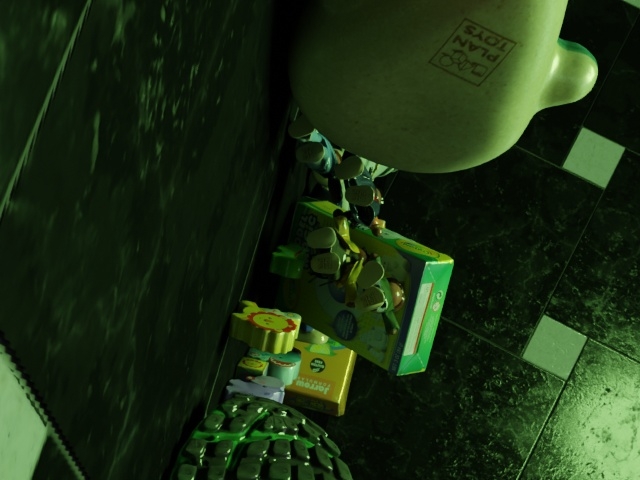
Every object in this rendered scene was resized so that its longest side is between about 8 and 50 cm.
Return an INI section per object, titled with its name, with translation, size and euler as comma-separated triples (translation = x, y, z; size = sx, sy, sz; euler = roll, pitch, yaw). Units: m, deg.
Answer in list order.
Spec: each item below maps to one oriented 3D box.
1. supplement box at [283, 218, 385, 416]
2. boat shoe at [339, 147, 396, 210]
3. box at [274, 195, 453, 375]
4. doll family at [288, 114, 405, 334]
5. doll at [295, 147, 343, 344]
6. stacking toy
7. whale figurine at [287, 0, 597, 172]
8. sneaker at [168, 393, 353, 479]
[supplement box]
translation = 0.017, 0.085, 1.380
size = 0.080, 0.078, 0.233
euler = 88, 15, -72
[boat shoe]
translation = 0.070, -0.124, 1.391
size = 0.079, 0.081, 0.227
euler = 95, 9, -58
[box]
translation = 0.026, 0.033, 1.007
size = 0.043, 0.179, 0.105
euler = -2, 111, -44
[doll family]
translation = 0.021, -0.019, 0.920
size = 0.111, 0.076, 0.193
euler = 18, 66, -74
[doll]
translation = 0.000, 0.000, 1.133
size = 0.129, 0.046, 0.189
euler = -53, 150, -66
[stacking toy]
translation = -0.041, 0.109, 0.924
size = 0.221, 0.052, 0.167
euler = -63, 165, -73
[whale figurine]
translation = 0.092, -0.163, 0.758
size = 0.272, 0.216, 0.141
euler = -48, -152, 48
[sneaker]
translation = -0.072, 0.257, 0.722
size = 0.146, 0.134, 0.343
euler = -40, -147, 54
